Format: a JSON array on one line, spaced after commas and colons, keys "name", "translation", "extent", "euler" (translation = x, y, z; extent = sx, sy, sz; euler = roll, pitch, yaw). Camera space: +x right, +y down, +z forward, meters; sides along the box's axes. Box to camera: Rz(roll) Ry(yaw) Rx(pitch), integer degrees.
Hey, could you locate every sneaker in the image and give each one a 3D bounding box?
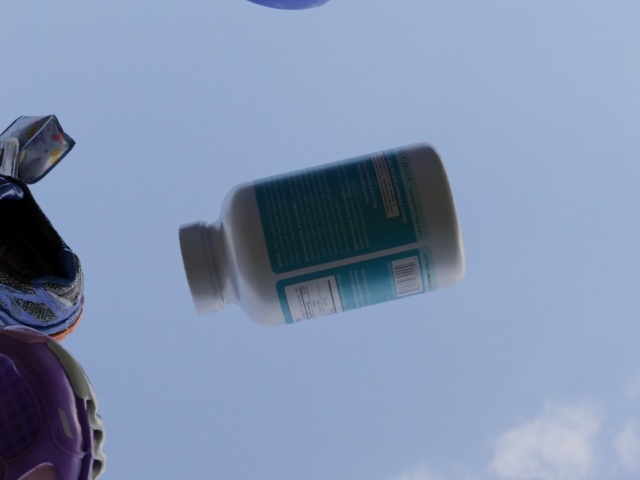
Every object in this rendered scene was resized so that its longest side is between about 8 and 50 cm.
[{"name": "sneaker", "translation": [-0.186, 0.158, 0.746], "extent": [0.095, 0.104, 0.236], "euler": [24, -75, 19]}, {"name": "sneaker", "translation": [-0.237, -0.028, 0.996], "extent": [0.221, 0.087, 0.083], "euler": [42, -124, -3]}]

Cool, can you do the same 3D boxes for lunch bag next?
[{"name": "lunch bag", "translation": [-0.307, -0.090, 1.515], "extent": [0.071, 0.053, 0.083], "euler": [5, -131, 49]}]

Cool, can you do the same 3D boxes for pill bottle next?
[{"name": "pill bottle", "translation": [0.000, 0.000, 1.430], "extent": [0.264, 0.146, 0.146], "euler": [-12, -122, 0]}]

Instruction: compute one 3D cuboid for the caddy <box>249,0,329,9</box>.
[{"name": "caddy", "translation": [-0.063, -0.383, 1.430], "extent": [0.341, 0.179, 0.241], "euler": [25, -116, -7]}]
